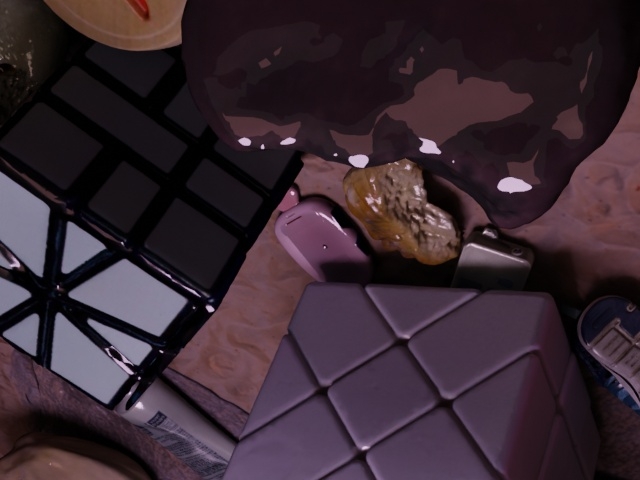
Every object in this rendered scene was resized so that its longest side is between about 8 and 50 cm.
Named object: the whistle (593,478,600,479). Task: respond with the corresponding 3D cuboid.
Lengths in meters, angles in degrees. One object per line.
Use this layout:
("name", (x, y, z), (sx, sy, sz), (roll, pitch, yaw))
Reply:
("whistle", (0.302, 0.332, 1.457), (0.312, 0.062, 0.062), (11, 132, 18))

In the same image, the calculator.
("calculator", (0.000, 0.000, 1.342), (0.103, 0.024, 0.166), (-28, 111, 41))

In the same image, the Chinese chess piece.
("Chinese chess piece", (-0.197, -0.313, 1.115), (0.250, 0.097, 0.251), (14, 133, 16))

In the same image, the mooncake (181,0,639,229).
("mooncake", (0.094, -0.209, 0.943), (0.381, 0.212, 0.351), (30, 115, 7))

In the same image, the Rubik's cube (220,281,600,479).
("Rubik's cube", (0.119, 0.264, 1.269), (0.322, 0.319, 0.316), (0, 140, 30))

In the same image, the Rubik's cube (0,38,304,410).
("Rubik's cube", (-0.233, -0.027, 1.252), (0.293, 0.283, 0.288), (35, 134, -10))

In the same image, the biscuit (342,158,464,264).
("biscuit", (0.084, -0.029, 1.226), (0.118, 0.061, 0.183), (4, 149, 38))

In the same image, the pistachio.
("pistachio", (-0.385, 0.438, 1.785), (0.332, 0.208, 0.226), (29, 115, -19))

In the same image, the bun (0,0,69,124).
("bun", (-0.376, -0.222, 1.263), (0.212, 0.126, 0.204), (0, 102, 19))

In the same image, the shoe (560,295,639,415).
("shoe", (0.360, 0.144, 1.247), (0.207, 0.091, 0.106), (46, 173, -5))

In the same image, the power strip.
("power strip", (0.193, 0.067, 1.298), (0.081, 0.035, 0.192), (21, 135, 9))

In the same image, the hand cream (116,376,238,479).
("hand cream", (-0.192, 0.304, 1.687), (0.124, 0.078, 0.340), (-26, 121, 39))
